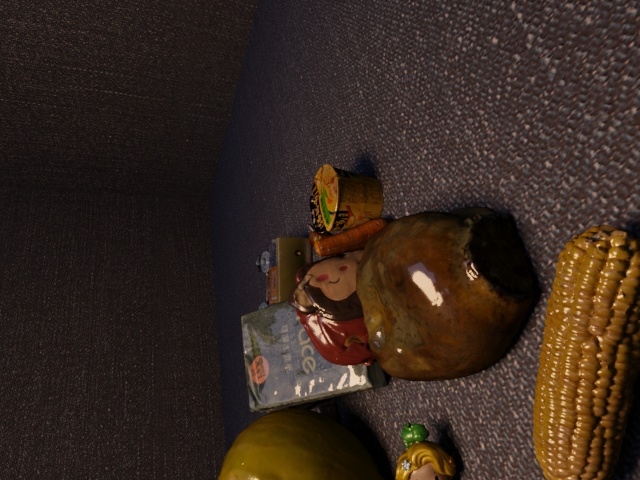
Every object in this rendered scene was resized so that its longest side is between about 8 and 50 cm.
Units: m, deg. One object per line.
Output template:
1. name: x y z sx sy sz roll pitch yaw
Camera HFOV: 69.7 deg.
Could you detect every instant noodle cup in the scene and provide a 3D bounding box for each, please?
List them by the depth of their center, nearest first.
1. instant noodle cup: 0.057 -0.088 1.005 0.151 0.122 0.152 -179 90 -66

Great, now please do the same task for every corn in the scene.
1. corn: 0.280 0.128 0.476 0.101 0.101 0.292 -156 67 -66

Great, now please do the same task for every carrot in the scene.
1. carrot: 0.068 -0.003 0.919 0.055 0.161 0.055 162 90 -76

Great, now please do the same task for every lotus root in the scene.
1. lotus root: 0.171 0.078 0.684 0.260 0.149 0.267 144 122 -63

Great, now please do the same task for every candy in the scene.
1. candy: 0.000 0.000 1.233 0.182 0.046 0.053 -135 49 -58

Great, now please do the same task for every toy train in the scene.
1. toy train: -0.103 0.135 1.383 0.202 0.131 0.300 -19 71 59

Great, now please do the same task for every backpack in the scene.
1. backpack: 0.059 0.128 0.860 0.139 0.229 0.229 90 171 -61

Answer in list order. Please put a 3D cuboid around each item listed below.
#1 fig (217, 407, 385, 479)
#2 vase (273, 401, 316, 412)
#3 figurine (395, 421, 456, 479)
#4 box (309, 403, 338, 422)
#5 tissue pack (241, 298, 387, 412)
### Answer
1. fig: -0.032 0.504 0.922 0.343 0.343 0.344 -178 90 -68
2. vase: -0.063 0.390 1.250 0.301 0.156 0.251 111 179 -52
3. figurine: 0.167 0.372 0.742 0.115 0.094 0.156 96 151 -75
4. box: 0.018 0.535 1.127 0.103 0.055 0.244 127 139 -54
5. tissue pack: -0.024 0.235 1.012 0.315 0.103 0.228 -22 65 27
